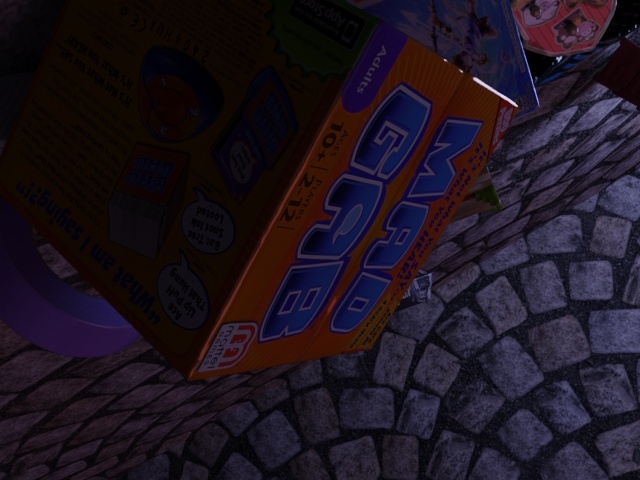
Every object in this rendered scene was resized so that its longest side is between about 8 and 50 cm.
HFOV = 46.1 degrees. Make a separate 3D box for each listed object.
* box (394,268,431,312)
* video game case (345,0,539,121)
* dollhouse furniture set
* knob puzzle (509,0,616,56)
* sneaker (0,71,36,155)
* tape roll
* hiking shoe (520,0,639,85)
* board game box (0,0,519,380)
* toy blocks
[{"bbox_3d":[0.078,0.090,1.834,0.243,0.307,0.076,-16,117,-35],"label":"box"},{"bbox_3d":[0.170,-0.272,1.092,0.244,0.269,0.061,-24,-166,-13],"label":"video game case"},{"bbox_3d":[0.830,-0.471,1.736,0.201,0.152,0.374,4,125,-57],"label":"dollhouse furniture set"},{"bbox_3d":[0.446,-0.402,1.340,0.213,0.030,0.213,-6,132,-7],"label":"knob puzzle"},{"bbox_3d":[-0.397,-0.122,0.937,0.282,0.102,0.161,-11,162,-25],"label":"sneaker"},{"bbox_3d":[-0.345,0.028,1.089,0.275,0.274,0.090,-4,149,-50],"label":"tape roll"},{"bbox_3d":[0.491,-0.399,1.476,0.304,0.113,0.132,-26,177,8],"label":"hiking shoe"},{"bbox_3d":[-0.067,-0.109,0.850,0.356,0.357,0.356,5,119,-58],"label":"board game box"},{"bbox_3d":[0.277,-0.116,1.800,0.261,0.190,0.381,-21,163,13],"label":"toy blocks"}]
